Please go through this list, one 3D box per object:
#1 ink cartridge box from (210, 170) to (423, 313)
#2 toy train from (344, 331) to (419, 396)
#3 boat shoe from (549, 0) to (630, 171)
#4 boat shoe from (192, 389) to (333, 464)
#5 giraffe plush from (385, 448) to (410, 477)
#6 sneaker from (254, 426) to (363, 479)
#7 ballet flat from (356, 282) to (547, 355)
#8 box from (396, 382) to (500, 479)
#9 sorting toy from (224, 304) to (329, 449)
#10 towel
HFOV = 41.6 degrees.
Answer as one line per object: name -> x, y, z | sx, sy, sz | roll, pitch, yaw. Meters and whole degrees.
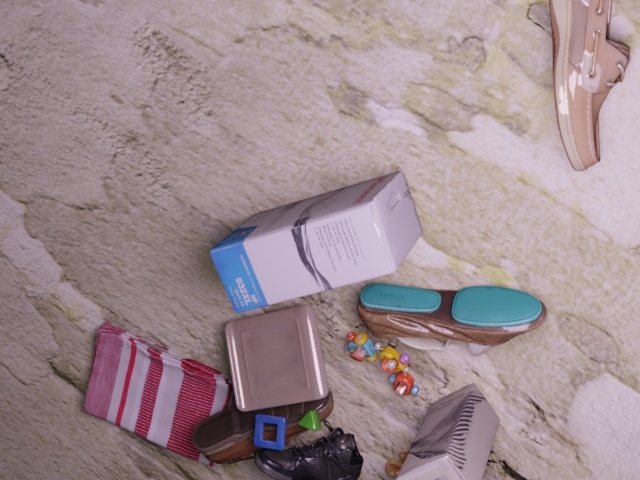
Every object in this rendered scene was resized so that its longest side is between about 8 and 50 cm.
ink cartridge box -> 0.000, 0.000, 1.474 | 0.308, 0.223, 0.129 | -16, 102, 24
toy train -> 0.110, 0.240, 1.588 | 0.166, 0.046, 0.125 | 28, 146, 13
boat shoe -> 0.416, -0.275, 1.289 | 0.110, 0.122, 0.340 | -3, 105, 21
boat shoe -> -0.103, 0.372, 1.714 | 0.308, 0.110, 0.104 | -20, 132, 16
giraffe plush -> 0.222, 0.476, 1.610 | 0.210, 0.182, 0.170 | -21, 89, 59
sneaker -> -0.013, 0.422, 1.665 | 0.228, 0.087, 0.130 | 18, 108, -21
ballet flat -> 0.234, 0.149, 1.514 | 0.343, 0.116, 0.124 | 1, 128, 20
box -> 0.231, 0.367, 1.485 | 0.113, 0.275, 0.094 | -33, 94, 24
sorting toy -> -0.083, 0.229, 1.643 | 0.196, 0.047, 0.347 | -14, 80, 23
towel -> -0.354, 0.339, 1.820 | 0.329, 0.037, 0.237 | 21, 114, 12
